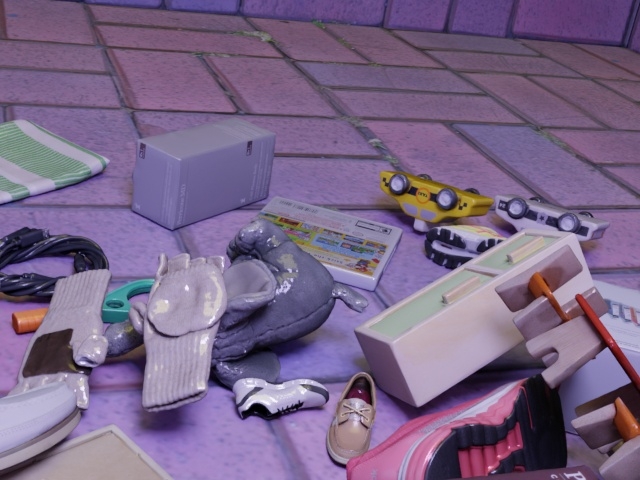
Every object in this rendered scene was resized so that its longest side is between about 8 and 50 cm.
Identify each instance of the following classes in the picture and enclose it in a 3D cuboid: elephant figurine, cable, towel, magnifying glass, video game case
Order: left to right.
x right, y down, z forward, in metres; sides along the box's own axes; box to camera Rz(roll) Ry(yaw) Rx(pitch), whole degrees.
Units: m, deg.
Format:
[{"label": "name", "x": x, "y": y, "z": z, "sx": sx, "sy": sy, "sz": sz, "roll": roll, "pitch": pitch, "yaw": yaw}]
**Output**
[{"label": "towel", "x": -0.543, "y": -0.127, "z": 1.478, "sx": 0.248, "sy": 0.038, "sz": 0.325, "roll": 26, "pitch": 29, "yaw": 30}, {"label": "cable", "x": -0.370, "y": 0.039, "z": 1.187, "sx": 0.150, "sy": 0.047, "sz": 0.184, "roll": 22, "pitch": 25, "yaw": 14}, {"label": "magnifying glass", "x": -0.268, "y": 0.085, "z": 1.136, "sx": 0.231, "sy": 0.026, "sz": 0.092, "roll": -9, "pitch": 31, "yaw": -33}, {"label": "elephant figurine", "x": -0.102, "y": 0.097, "z": 1.059, "sx": 0.169, "sy": 0.186, "sz": 0.239, "roll": 54, "pitch": 42, "yaw": -6}, {"label": "video game case", "x": 0.000, "y": 0.000, "z": 1.415, "sx": 0.227, "sy": 0.026, "sz": 0.206, "roll": 15, "pitch": 25, "yaw": 10}]

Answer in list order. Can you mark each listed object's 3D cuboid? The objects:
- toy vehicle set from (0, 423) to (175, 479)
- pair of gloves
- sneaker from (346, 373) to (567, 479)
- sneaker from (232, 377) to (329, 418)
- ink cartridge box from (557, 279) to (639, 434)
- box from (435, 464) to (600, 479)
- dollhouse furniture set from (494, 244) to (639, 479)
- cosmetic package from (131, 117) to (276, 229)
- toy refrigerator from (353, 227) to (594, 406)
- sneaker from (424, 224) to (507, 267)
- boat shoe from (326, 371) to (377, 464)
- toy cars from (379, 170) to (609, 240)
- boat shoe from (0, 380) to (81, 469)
[{"label": "toy vehicle set", "x": -0.244, "y": 0.255, "z": 0.766, "sx": 0.267, "sy": 0.035, "sz": 0.166, "roll": -15, "pitch": 34, "yaw": -42}, {"label": "pair of gloves", "x": -0.215, "y": 0.095, "z": 0.979, "sx": 0.240, "sy": 0.042, "sz": 0.204, "roll": -8, "pitch": 45, "yaw": 17}, {"label": "sneaker", "x": 0.145, "y": 0.205, "z": 0.927, "sx": 0.136, "sy": 0.116, "sz": 0.314, "roll": -8, "pitch": -3, "yaw": 40}, {"label": "sneaker", "x": -0.043, "y": 0.181, "z": 1.006, "sx": 0.109, "sy": 0.040, "sz": 0.044, "roll": 1, "pitch": 42, "yaw": -10}, {"label": "ink cartridge box", "x": 0.353, "y": 0.145, "z": 1.106, "sx": 0.127, "sy": 0.128, "sz": 0.176, "roll": 14, "pitch": 24, "yaw": 11}, {"label": "box", "x": 0.079, "y": 0.294, "z": 0.680, "sx": 0.381, "sy": 0.143, "sz": 0.191, "roll": 1, "pitch": 26, "yaw": -22}, {"label": "dollhouse furniture set", "x": 0.321, "y": 0.153, "z": 0.898, "sx": 0.135, "sy": 0.259, "sz": 0.262, "roll": -34, "pitch": 34, "yaw": 11}, {"label": "cosmetic package", "x": -0.188, "y": -0.114, "z": 1.472, "sx": 0.107, "sy": 0.127, "sz": 0.238, "roll": 24, "pitch": 30, "yaw": 27}, {"label": "toy refrigerator", "x": 0.183, "y": 0.081, "z": 1.074, "sx": 0.269, "sy": 0.094, "sz": 0.102, "roll": -28, "pitch": 14, "yaw": -17}, {"label": "sneaker", "x": 0.272, "y": 0.018, "z": 1.408, "sx": 0.208, "sy": 0.081, "sz": 0.094, "roll": 25, "pitch": 27, "yaw": 32}, {"label": "boat shoe", "x": 0.036, "y": 0.192, "z": 0.990, "sx": 0.050, "sy": 0.045, "sz": 0.135, "roll": 10, "pitch": 25, "yaw": 1}, {"label": "toy cars", "x": 0.288, "y": -0.039, "z": 1.535, "sx": 0.393, "sy": 0.087, "sz": 0.176, "roll": 11, "pitch": 12, "yaw": -8}, {"label": "boat shoe", "x": -0.336, "y": 0.162, "z": 0.783, "sx": 0.113, "sy": 0.103, "sz": 0.302, "roll": -16, "pitch": -1, "yaw": 32}]
